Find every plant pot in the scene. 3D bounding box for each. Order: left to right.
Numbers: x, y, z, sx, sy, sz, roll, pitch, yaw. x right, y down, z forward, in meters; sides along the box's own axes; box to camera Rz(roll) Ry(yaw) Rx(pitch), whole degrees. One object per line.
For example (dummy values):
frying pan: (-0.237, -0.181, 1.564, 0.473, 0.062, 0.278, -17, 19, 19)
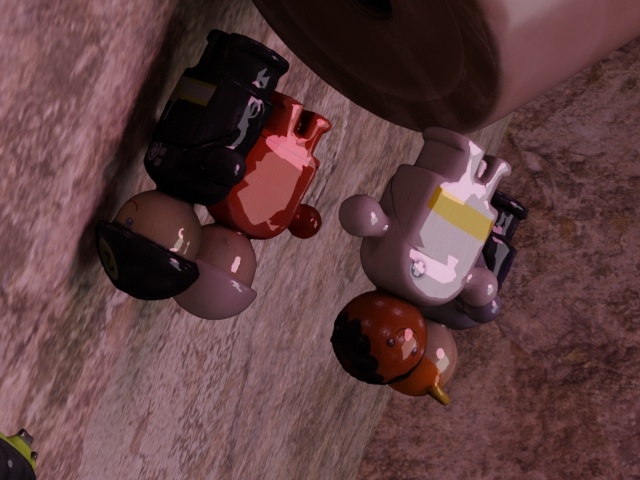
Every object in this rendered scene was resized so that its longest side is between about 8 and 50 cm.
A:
plant pot: (0.104, -0.215, 0.905, 0.280, 0.323, 0.323, -48, 162, -23)

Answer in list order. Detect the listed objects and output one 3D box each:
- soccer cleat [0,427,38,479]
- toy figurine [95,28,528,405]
soccer cleat: (-0.164, 0.086, 0.653, 0.072, 0.060, 0.179, -58, 161, -13)
toy figurine: (0.000, 0.000, 0.919, 0.148, 0.209, 0.213, -64, 169, -4)
